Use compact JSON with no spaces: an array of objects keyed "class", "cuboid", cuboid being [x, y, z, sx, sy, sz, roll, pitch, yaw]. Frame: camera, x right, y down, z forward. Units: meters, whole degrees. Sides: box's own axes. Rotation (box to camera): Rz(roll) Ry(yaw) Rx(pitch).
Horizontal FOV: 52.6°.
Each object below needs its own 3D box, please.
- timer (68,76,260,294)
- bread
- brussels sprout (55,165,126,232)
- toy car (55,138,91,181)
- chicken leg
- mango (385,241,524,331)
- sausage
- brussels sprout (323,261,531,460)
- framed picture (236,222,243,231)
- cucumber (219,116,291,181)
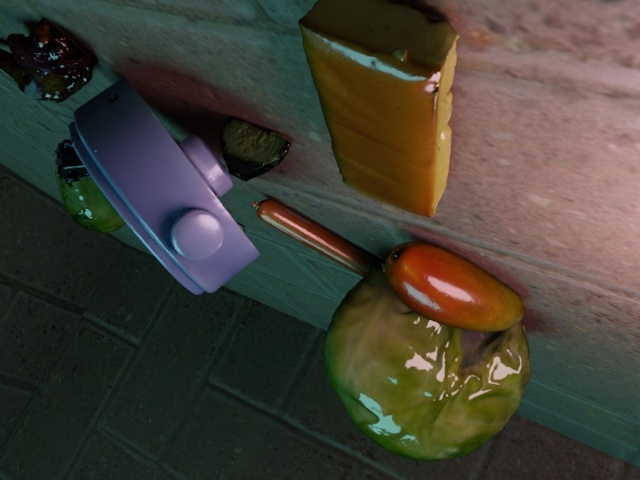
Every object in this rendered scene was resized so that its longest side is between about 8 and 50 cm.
[{"class":"timer","cuboid":[-0.241,-0.083,1.098,0.395,0.173,0.395,53,174,8]},{"class":"bread","cuboid":[0.077,-0.133,0.727,0.138,0.077,0.361,24,167,16]},{"class":"brussels sprout","cuboid":[-0.583,-0.150,1.694,0.219,0.210,0.271,37,157,44]},{"class":"toy car","cuboid":[-0.526,-0.195,1.540,0.216,0.103,0.063,-4,-177,10]},{"class":"chicken leg","cuboid":[-0.534,-0.318,1.191,0.407,0.095,0.158,18,160,43]},{"class":"mango","cuboid":[0.250,0.095,1.181,0.289,0.129,0.146,20,166,-7]},{"class":"sausage","cuboid":[0.000,0.000,1.451,0.348,0.053,0.053,30,167,-14]},{"class":"brussels sprout","cuboid":[0.211,0.273,1.381,0.426,0.360,0.342,21,173,4]},{"class":"framed picture","cuboid":[-0.351,-0.076,1.932,0.274,0.016,0.216,27,167,0]},{"class":"cucumber","cuboid":[-0.126,-0.144,1.102,0.115,0.085,0.193,27,174,-9]}]
